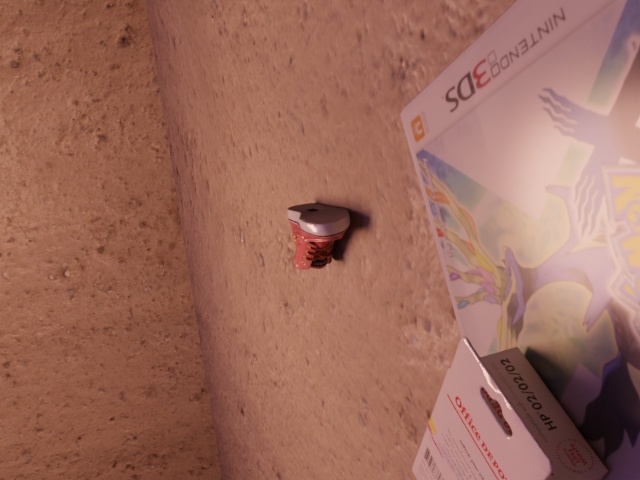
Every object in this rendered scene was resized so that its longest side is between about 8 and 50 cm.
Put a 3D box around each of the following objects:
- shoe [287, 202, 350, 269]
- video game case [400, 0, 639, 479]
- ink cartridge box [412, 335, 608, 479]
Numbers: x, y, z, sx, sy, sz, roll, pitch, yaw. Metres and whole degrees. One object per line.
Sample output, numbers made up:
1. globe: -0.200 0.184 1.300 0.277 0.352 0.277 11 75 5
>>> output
1. shoe: 0.000 0.000 0.859 0.178 0.064 0.081 -152 51 -73
2. video game case: 0.164 0.009 0.430 0.300 0.036 0.328 144 112 -69
3. ink cartridge box: 0.128 0.152 0.461 0.181 0.062 0.104 97 154 -43
